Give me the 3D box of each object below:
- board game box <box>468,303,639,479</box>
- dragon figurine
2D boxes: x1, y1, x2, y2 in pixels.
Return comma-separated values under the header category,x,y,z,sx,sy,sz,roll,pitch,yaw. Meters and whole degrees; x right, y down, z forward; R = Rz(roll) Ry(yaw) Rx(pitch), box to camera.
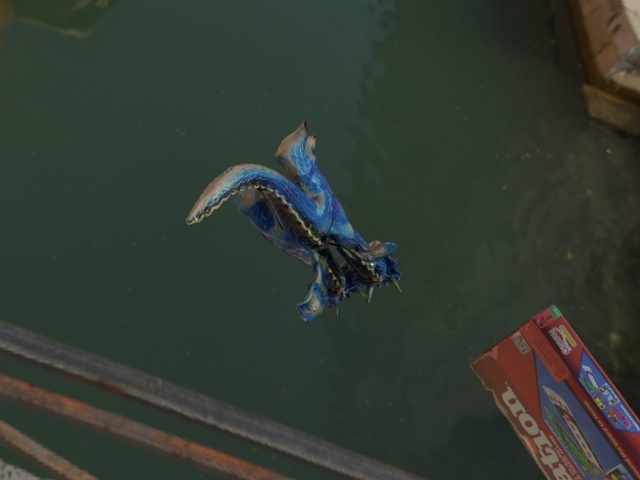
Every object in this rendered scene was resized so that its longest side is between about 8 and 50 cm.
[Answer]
category,x,y,z,sx,sy,sz,roll,pitch,yaw
board game box,0.224,0.190,0.578,0.027,0.145,0.281,-29,75,-17
dragon figurine,0.000,0.000,0.546,0.144,0.085,0.289,53,4,1
